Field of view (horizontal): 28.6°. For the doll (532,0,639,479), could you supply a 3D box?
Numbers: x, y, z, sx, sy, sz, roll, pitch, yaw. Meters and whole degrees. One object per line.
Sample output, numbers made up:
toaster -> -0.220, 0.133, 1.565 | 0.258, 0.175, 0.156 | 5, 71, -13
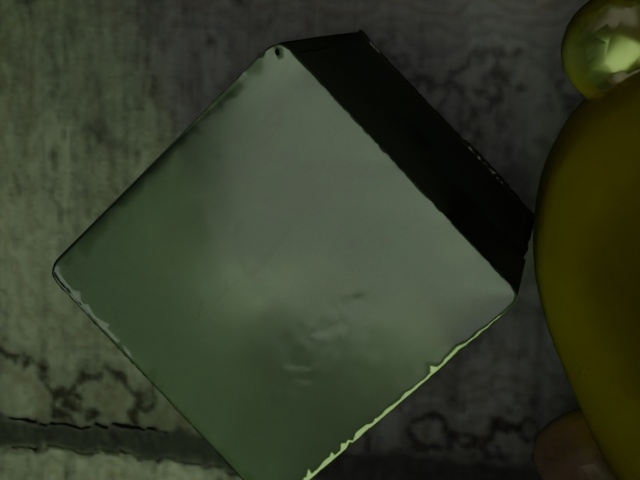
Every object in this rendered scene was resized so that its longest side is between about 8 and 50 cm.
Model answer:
doll -> 0.270, 0.098, 0.591 | 0.348, 0.161, 0.423 | 6, 112, 16

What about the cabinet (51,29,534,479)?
cabinet -> 0.000, 0.000, 0.620 | 0.150, 0.206, 0.145 | -43, 90, 16
